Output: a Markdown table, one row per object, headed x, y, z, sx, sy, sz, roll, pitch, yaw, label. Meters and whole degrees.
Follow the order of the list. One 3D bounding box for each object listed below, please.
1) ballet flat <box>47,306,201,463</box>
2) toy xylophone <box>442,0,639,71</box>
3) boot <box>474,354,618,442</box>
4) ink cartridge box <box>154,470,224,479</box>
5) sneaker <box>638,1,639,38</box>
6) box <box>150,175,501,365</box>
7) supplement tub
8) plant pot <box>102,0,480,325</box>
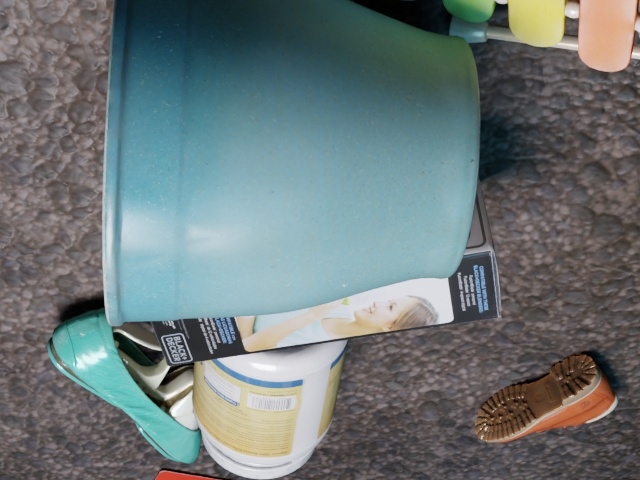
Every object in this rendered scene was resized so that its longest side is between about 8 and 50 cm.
| x | y | z | sx | sy | sz | roll | pitch | yaw | label |
| --- | --- | --- | --- | --- | --- | --- | --- | --- | --- |
| -0.171 | 0.149 | 1.321 | 0.087 | 0.083 | 0.247 | -31 | 133 | 13 | ballet flat |
| 0.167 | -0.186 | 0.911 | 0.323 | 0.081 | 0.236 | 11 | 151 | 24 | toy xylophone |
| 0.249 | 0.189 | 1.418 | 0.158 | 0.059 | 0.085 | -28 | 137 | 22 | boot |
| -0.153 | 0.351 | 1.564 | 0.145 | 0.045 | 0.179 | 14 | 136 | -19 | ink cartridge box |
| 0.308 | -0.246 | 0.928 | 0.151 | 0.094 | 0.256 | -6 | 145 | 7 | sneaker |
| 0.000 | 0.000 | 1.114 | 0.290 | 0.169 | 0.087 | -8 | 135 | 5 | box |
| -0.052 | 0.127 | 1.258 | 0.144 | 0.144 | 0.199 | 2 | 136 | -7 | supplement tub |
| -0.022 | -0.069 | 0.955 | 0.255 | 0.271 | 0.271 | 2 | 137 | -5 | plant pot |
